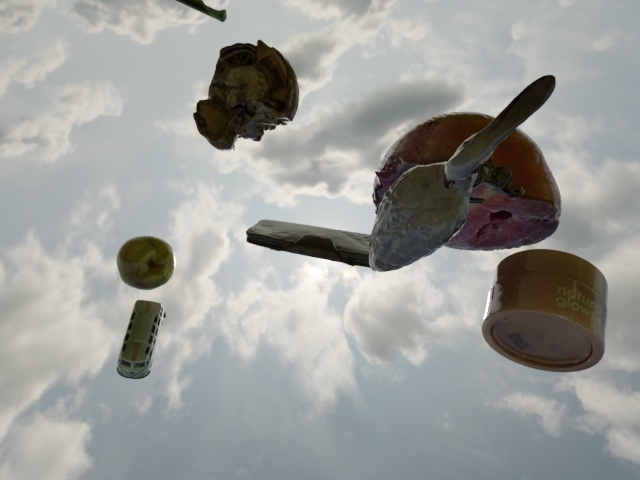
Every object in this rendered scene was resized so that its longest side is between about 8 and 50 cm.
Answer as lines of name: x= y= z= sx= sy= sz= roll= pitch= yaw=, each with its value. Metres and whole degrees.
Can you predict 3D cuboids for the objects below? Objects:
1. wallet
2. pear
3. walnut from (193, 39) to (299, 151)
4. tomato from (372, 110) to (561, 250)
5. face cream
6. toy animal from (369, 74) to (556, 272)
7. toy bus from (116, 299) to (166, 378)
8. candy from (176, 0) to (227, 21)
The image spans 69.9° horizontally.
wallet: x=0.000 y=0.000 z=0.997 sx=0.309 sy=0.042 sz=0.165 roll=10 pitch=-166 yaw=8
pear: x=-0.590 y=0.075 z=1.551 sx=0.199 sy=0.200 sz=0.200 roll=-8 pitch=-138 yaw=7
walnut: x=-0.156 y=-0.310 z=1.002 sx=0.238 sy=0.141 sz=0.204 roll=-22 pitch=-98 yaw=10
tomato: x=0.245 y=-0.110 z=0.823 sx=0.334 sy=0.289 sz=0.176 roll=16 pitch=-113 yaw=-14
face cream: x=0.306 y=0.097 z=0.628 sx=0.149 sy=0.149 sz=0.104 roll=10 pitch=-128 yaw=25
toy animal: x=0.127 y=-0.045 z=0.520 sx=0.195 sy=0.324 sz=0.090 roll=-44 pitch=-104 yaw=-2
toy bus: x=-0.450 y=0.242 z=1.151 sx=0.087 sy=0.089 sz=0.194 roll=12 pitch=-128 yaw=-12
candy: x=-0.373 y=-0.534 z=0.937 sx=0.439 sy=0.119 sz=0.119 roll=30 pitch=-125 yaw=12
